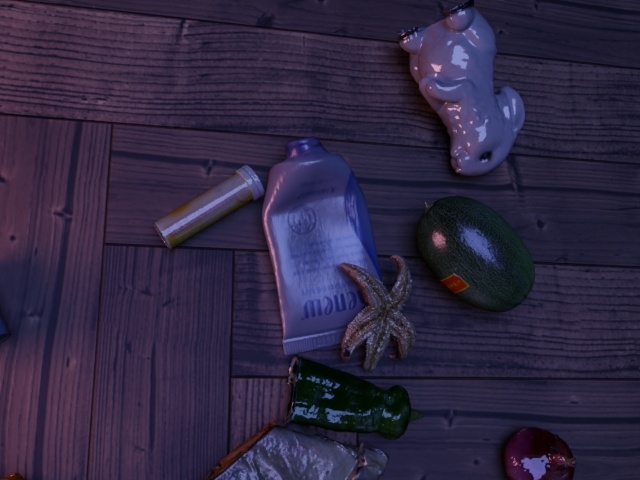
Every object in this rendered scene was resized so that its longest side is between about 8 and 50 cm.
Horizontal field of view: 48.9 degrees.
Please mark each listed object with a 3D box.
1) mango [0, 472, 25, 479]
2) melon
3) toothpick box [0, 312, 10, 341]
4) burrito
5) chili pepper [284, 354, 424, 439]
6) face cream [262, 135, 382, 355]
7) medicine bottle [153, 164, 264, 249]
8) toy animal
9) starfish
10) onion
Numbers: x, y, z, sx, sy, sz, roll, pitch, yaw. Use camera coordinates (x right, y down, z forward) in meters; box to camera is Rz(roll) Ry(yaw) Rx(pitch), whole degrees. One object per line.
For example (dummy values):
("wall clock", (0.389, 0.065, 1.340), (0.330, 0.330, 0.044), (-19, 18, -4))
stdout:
("mango", (-0.533, 0.513, 1.143), (0.154, 0.126, 0.252), (-2, 78, -1))
("melon", (0.305, 0.020, 1.421), (0.182, 0.182, 0.288), (-42, 91, -18))
("toothpick box", (-0.620, 0.114, 1.231), (0.101, 0.101, 0.153), (-22, 82, -17))
("burrito", (-0.049, 0.419, 1.287), (0.347, 0.107, 0.175), (16, 58, -11))
("chili pepper", (0.069, 0.310, 1.338), (0.270, 0.136, 0.099), (17, 118, -12))
("face cream", (0.000, 0.000, 1.410), (0.235, 0.137, 0.420), (-11, 91, -17))
("medicine bottle", (-0.218, -0.064, 1.383), (0.218, 0.074, 0.074), (-33, 86, -16))
("toy animal", (0.319, -0.324, 1.524), (0.258, 0.194, 0.357), (-32, 102, -41))
("starfish", (0.114, 0.137, 1.378), (0.216, 0.071, 0.238), (36, 75, -24))
("onion", (0.443, 0.437, 1.370), (0.150, 0.140, 0.150), (4, 75, -16))
